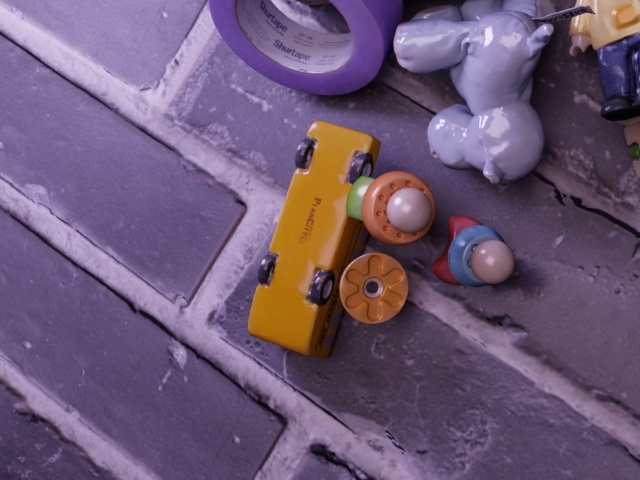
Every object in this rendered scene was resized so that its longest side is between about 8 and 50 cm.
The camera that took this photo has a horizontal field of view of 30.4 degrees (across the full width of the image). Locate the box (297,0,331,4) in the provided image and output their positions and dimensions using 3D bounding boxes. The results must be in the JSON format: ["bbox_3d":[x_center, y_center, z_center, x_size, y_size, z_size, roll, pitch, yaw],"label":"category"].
[{"bbox_3d":[0.085,-0.438,1.741,0.311,0.121,0.147,6,85,32],"label":"box"}]

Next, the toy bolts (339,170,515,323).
[{"bbox_3d":[0.149,0.028,1.613,0.229,0.158,0.218,14,92,-16],"label":"toy bolts"}]

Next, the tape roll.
[{"bbox_3d":[-0.022,-0.338,1.712,0.275,0.274,0.090,12,56,22],"label":"tape roll"}]

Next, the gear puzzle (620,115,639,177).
[{"bbox_3d":[0.500,-0.173,1.612,0.176,0.044,0.338,-20,75,25],"label":"gear puzzle"}]

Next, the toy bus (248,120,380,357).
[{"bbox_3d":[0.000,0.000,1.738,0.108,0.130,0.332,18,90,24],"label":"toy bus"}]

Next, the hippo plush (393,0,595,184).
[{"bbox_3d":[0.259,-0.211,1.654,0.294,0.234,0.236,7,116,39],"label":"hippo plush"}]

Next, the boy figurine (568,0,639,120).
[{"bbox_3d":[0.418,-0.312,1.595,0.177,0.092,0.285,-11,82,32],"label":"boy figurine"}]
